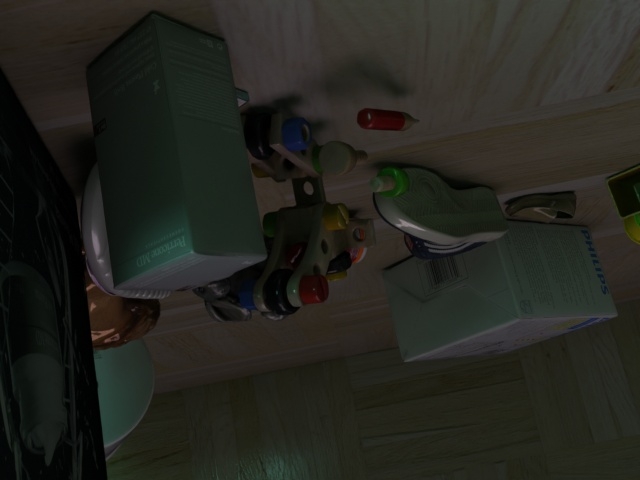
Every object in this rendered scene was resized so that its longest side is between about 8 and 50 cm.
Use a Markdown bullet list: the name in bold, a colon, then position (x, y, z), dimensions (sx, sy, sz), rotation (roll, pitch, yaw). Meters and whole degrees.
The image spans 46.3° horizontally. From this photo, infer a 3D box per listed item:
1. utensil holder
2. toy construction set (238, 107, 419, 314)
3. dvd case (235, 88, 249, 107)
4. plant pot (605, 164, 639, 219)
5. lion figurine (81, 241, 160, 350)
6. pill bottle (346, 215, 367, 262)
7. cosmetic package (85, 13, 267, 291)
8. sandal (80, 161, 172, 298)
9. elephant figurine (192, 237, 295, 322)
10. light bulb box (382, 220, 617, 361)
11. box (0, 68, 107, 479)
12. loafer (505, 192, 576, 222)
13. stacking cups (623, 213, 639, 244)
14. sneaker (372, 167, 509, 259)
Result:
- **utensil holder**: position (-0.567, 0.358, 1.709), dimensions (0.327, 0.328, 0.385), rotation (-2, 160, -26)
- **toy construction set**: position (0.008, -0.063, 0.984), dimensions (0.308, 0.257, 0.237), rotation (-33, 171, 29)
- **dvd case**: position (-0.154, -0.152, 0.869), dimensions (0.119, 0.013, 0.087), rotation (-22, 159, 35)
- **plant pot**: position (0.603, -0.093, 1.410), dimensions (0.081, 0.082, 0.083), rotation (-26, 166, 41)
- **lion figurine**: position (-0.395, 0.094, 1.296), dimensions (0.240, 0.142, 0.392), rotation (-13, 160, -18)
- **pill bottle**: position (0.000, 0.000, 1.317), dimensions (0.152, 0.086, 0.086), rotation (-1, 160, -27)
- **cosmetic package**: position (-0.145, -0.077, 0.733), dimensions (0.127, 0.238, 0.107), rotation (-25, 158, 36)
- **sandal**: position (-0.286, 0.004, 1.066), dimensions (0.102, 0.169, 0.416), rotation (9, 163, 4)
- **elephant figurine**: position (-0.166, 0.072, 1.390), dimensions (0.239, 0.186, 0.169), rotation (-2, -153, 7)
- **light bulb box**: position (0.404, 0.122, 1.712), dimensions (0.361, 0.225, 0.358), rotation (2, 158, -38)
- **box**: position (-0.413, 0.105, 0.756), dimensions (0.297, 0.472, 0.480), rotation (-8, 163, -8)
- **loafer**: position (0.431, -0.060, 1.447), dimensions (0.148, 0.050, 0.056), rotation (-8, 162, -9)
- **stacking cups**: position (0.699, -0.087, 1.479), dimensions (0.096, 0.096, 0.316), rotation (-10, 159, -1)
- **sneaker**: position (0.177, -0.026, 1.263), dimensions (0.148, 0.131, 0.350), rotation (-29, 155, 35)
